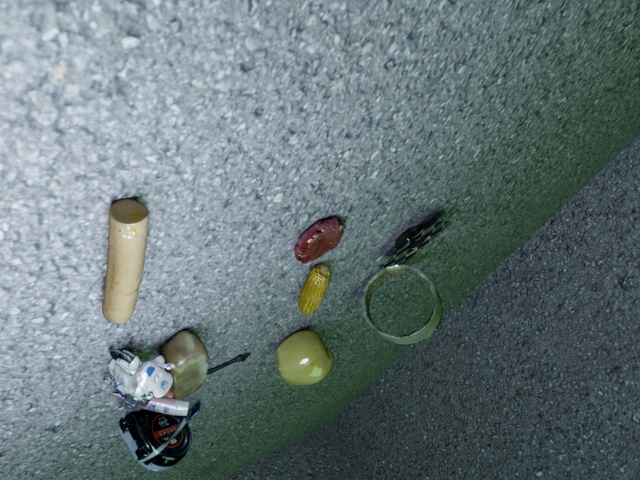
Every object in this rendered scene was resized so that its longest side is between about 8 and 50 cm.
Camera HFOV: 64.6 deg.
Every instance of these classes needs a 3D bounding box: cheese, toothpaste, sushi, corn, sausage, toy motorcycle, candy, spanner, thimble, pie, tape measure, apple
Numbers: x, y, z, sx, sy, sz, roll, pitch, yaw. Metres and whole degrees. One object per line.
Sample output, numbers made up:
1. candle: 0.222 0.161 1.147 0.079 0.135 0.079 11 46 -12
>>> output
1. cheese: -0.494 0.626 1.642 0.270 0.069 0.177 -40 -170 -5
2. toothpaste: -0.442 0.423 1.318 0.194 0.043 0.067 11 143 -7
3. sushi: 0.299 -0.006 1.632 0.231 0.047 0.219 -44 160 27
4. corn: -0.019 0.142 1.446 0.068 0.068 0.207 -20 148 -32
5. sausage: -0.335 0.051 0.859 0.065 0.066 0.301 -18 151 -35
6. toy motorcycle: -0.414 0.321 1.157 0.102 0.150 0.221 -63 178 -40
7. candy: -0.345 0.316 1.280 0.104 0.102 0.234 -24 151 -28
8. spanner: -0.309 0.395 1.580 0.208 0.012 0.046 -19 151 -34
9. thimble: 0.286 0.223 1.758 0.270 0.271 0.150 -38 154 3
10. pie: 0.000 0.000 1.247 0.153 0.038 0.154 -32 156 -16
11. tape measure: -0.475 0.580 1.487 0.107 0.181 0.182 -42 157 20
12. apple: -0.054 0.399 1.725 0.200 0.200 0.200 -30 155 -15
